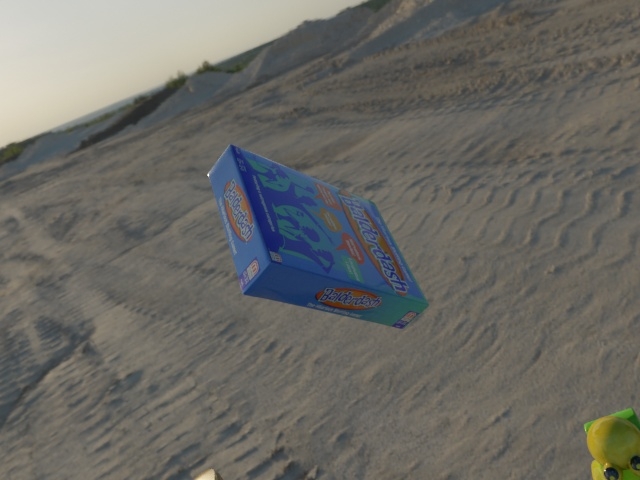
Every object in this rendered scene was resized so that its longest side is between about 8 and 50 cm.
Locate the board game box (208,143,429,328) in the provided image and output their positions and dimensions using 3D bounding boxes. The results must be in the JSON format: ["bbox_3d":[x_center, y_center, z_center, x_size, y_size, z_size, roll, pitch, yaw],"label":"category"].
[{"bbox_3d":[0.000,0.000,0.593,0.047,0.210,0.160,-47,46,27],"label":"board game box"}]

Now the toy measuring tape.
[{"bbox_3d":[0.313,0.273,0.497,0.121,0.330,0.121,-32,21,14],"label":"toy measuring tape"}]

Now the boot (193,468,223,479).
[{"bbox_3d":[-0.075,0.407,0.605,0.104,0.211,0.295,-41,25,19],"label":"boot"}]
